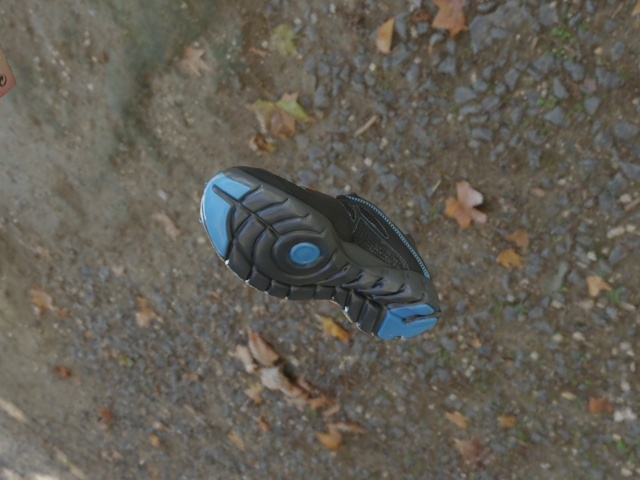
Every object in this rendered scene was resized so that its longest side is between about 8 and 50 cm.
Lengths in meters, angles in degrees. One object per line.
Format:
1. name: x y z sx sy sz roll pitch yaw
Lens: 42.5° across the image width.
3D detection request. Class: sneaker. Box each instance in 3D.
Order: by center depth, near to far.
1. sneaker: 0.000 0.000 0.968 0.125 0.140 0.341 -35 131 29

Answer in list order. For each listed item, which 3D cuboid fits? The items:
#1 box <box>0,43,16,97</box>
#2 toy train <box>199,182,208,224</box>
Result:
1. box: -0.456 -0.243 0.883 0.148 0.127 0.232 15 138 21
2. toy train: -0.098 -0.042 1.279 0.184 0.080 0.105 8 174 2
